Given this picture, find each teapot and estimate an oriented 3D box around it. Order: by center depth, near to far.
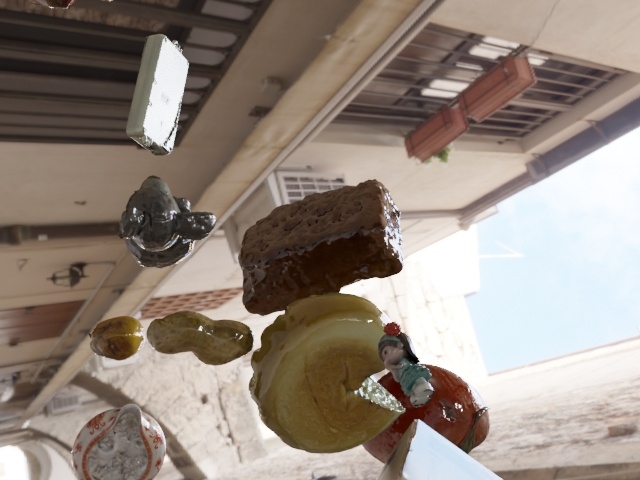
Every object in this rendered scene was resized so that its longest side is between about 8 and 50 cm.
[{"bbox_3d":[-0.367,0.395,1.010,0.116,0.159,0.246,-160,-103,-65],"label":"teapot"}]

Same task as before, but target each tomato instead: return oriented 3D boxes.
[{"bbox_3d":[0.227,0.370,1.273,0.309,0.309,0.170,25,-54,50],"label":"tomato"}]

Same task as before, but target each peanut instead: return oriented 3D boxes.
[{"bbox_3d":[-0.210,0.173,0.983,0.089,0.192,0.089,-50,-148,47],"label":"peanut"}]

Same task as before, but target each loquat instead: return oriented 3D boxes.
[{"bbox_3d":[-0.511,0.245,1.399,0.137,0.137,0.113,9,-80,54],"label":"loquat"}]

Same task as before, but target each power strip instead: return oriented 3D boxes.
[{"bbox_3d":[-0.251,-0.227,0.869,0.035,0.081,0.192,0,-108,20],"label":"power strip"}]

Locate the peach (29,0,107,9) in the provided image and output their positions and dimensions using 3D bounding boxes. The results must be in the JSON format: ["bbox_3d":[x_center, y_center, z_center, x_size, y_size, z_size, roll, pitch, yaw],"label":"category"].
[{"bbox_3d":[-0.136,-0.319,0.292,0.201,0.257,0.362,81,15,-73],"label":"peach"}]

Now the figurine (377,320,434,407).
[{"bbox_3d":[0.108,0.157,0.706,0.106,0.047,0.060,-120,-160,-46],"label":"figurine"}]

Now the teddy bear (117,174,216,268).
[{"bbox_3d":[-0.291,-0.040,1.055,0.251,0.171,0.144,137,-48,-65],"label":"teddy bear"}]

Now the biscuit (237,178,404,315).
[{"bbox_3d":[0.000,0.000,1.347,0.343,0.395,0.166,-83,150,-62],"label":"biscuit"}]

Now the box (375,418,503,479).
[{"bbox_3d":[0.114,0.242,0.429,0.168,0.212,0.095,35,-89,15],"label":"box"}]

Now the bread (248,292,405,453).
[{"bbox_3d":[0.011,0.246,1.053,0.160,0.333,0.333,-124,-139,-63],"label":"bread"}]
